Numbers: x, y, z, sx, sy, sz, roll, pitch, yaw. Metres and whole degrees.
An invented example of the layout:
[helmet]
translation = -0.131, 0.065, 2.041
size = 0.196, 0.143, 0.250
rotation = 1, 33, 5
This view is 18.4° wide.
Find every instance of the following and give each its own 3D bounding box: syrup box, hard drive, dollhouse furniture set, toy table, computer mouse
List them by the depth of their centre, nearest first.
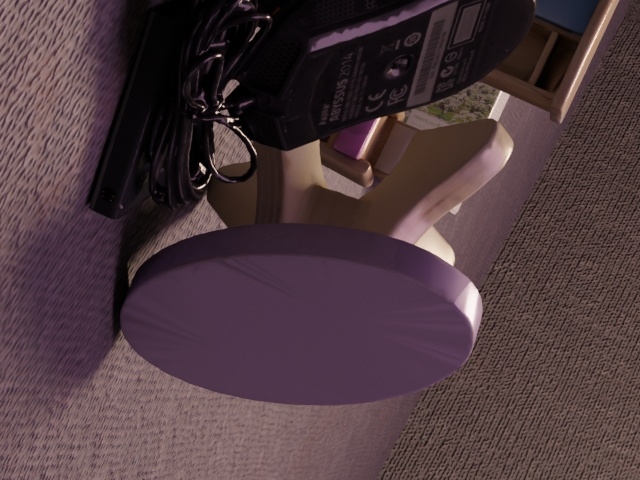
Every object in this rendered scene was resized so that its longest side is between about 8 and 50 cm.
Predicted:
[hard drive]
translation = -0.098, -0.087, 1.228
size = 0.135, 0.022, 0.094
rotation = -69, 169, 23
[computer mouse]
translation = 0.011, -0.130, 1.230
size = 0.272, 0.072, 0.188
rotation = -18, 148, -28
[toy table]
translation = 0.000, 0.000, 1.377
size = 0.252, 0.274, 0.161
rotation = 59, 41, -45
[dollhouse furniture set]
translation = 0.117, -0.191, 1.608
size = 0.286, 0.198, 0.303
rotation = -64, 170, -9
[syrup box]
translation = 0.153, -0.156, 2.187
size = 0.236, 0.093, 0.096
rotation = -66, 170, 1

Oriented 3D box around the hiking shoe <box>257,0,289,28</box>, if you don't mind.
[hiking shoe]
translation = 0.003, -0.192, 1.322
size = 0.114, 0.086, 0.227
rotation = -61, 169, -6
